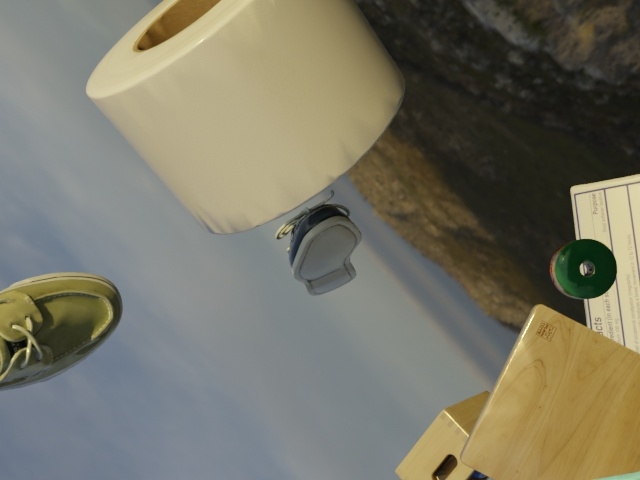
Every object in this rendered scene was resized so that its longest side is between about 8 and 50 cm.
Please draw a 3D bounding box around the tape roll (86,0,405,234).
[{"bbox_3d":[-0.068,-0.148,0.850,0.169,0.246,0.246,51,-179,-27],"label":"tape roll"}]

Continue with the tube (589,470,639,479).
[{"bbox_3d":[0.200,0.219,0.522,0.207,0.080,0.052,-86,-20,-49],"label":"tube"}]

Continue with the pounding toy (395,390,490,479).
[{"bbox_3d":[0.175,0.270,1.103,0.100,0.141,0.130,45,-151,26],"label":"pounding toy"}]

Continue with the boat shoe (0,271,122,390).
[{"bbox_3d":[-0.320,0.109,0.910,0.094,0.302,0.109,1,107,51],"label":"boat shoe"}]

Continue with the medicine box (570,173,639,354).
[{"bbox_3d":[0.503,0.041,1.225,0.149,0.289,0.263,11,-108,-55],"label":"medicine box"}]

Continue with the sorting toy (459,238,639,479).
[{"bbox_3d":[0.187,0.144,0.706,0.132,0.274,0.046,27,177,1],"label":"sorting toy"}]

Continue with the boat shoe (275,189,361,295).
[{"bbox_3d":[0.000,0.000,1.122,0.079,0.095,0.254,64,180,16],"label":"boat shoe"}]
